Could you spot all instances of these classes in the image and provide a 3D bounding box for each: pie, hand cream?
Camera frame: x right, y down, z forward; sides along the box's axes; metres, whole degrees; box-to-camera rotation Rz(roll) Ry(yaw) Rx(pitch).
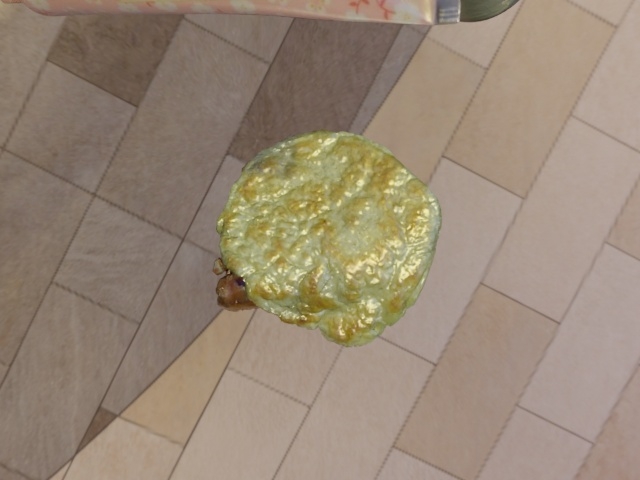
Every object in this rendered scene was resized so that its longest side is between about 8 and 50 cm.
[{"bbox_3d":[0.005,-0.008,1.081,0.274,0.105,0.257,16,93,15],"label":"pie"},{"bbox_3d":[-0.045,-0.111,0.337,0.210,0.043,0.067,4,95,28],"label":"hand cream"}]

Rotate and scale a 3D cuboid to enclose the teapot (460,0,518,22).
[{"bbox_3d":[0.176,-0.385,1.135,0.239,0.149,0.162,-13,69,27],"label":"teapot"}]
